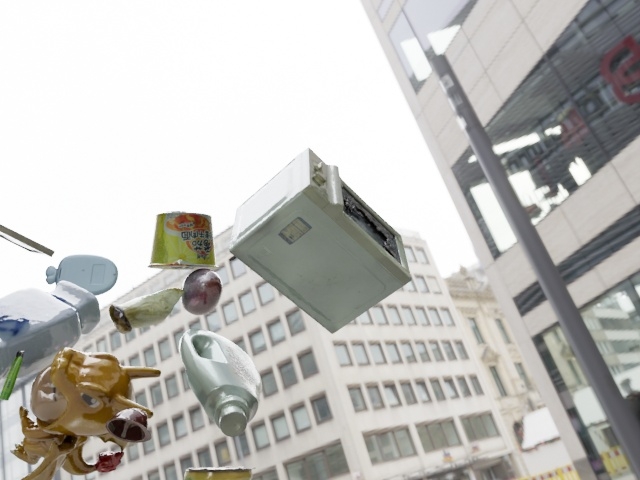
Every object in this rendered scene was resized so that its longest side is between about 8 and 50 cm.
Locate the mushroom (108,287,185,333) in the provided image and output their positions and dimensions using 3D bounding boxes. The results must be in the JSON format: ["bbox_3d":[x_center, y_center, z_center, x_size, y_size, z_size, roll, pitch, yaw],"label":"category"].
[{"bbox_3d":[-0.542,0.219,1.958,0.087,0.107,0.333,-39,-11,22],"label":"mushroom"}]

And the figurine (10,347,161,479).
[{"bbox_3d":[-0.625,0.471,1.638,0.401,0.268,0.387,5,-48,-50],"label":"figurine"}]

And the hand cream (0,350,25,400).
[{"bbox_3d":[-0.758,0.331,1.497,0.036,0.121,0.023,-15,-33,41],"label":"hand cream"}]

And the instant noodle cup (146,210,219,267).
[{"bbox_3d":[-0.503,0.005,2.245,0.265,0.200,0.264,0,-7,0],"label":"instant noodle cup"}]

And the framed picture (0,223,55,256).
[{"bbox_3d":[-0.854,-0.043,1.550,0.324,0.020,0.241,34,-18,-32],"label":"framed picture"}]

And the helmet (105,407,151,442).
[{"bbox_3d":[-0.431,0.418,1.403,0.111,0.057,0.089,-3,-57,17],"label":"helmet"}]

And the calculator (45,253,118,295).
[{"bbox_3d":[-0.995,0.145,2.530,0.303,0.188,0.042,1,-20,-3],"label":"calculator"}]

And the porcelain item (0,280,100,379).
[{"bbox_3d":[-0.832,0.261,1.741,0.405,0.243,0.178,-39,-29,-66],"label":"porcelain item"}]

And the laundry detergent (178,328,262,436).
[{"bbox_3d":[-0.258,0.376,1.586,0.264,0.398,0.124,43,-90,-17],"label":"laundry detergent"}]

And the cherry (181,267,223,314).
[{"bbox_3d":[-0.415,0.177,2.158,0.140,0.176,0.176,28,-49,-34],"label":"cherry"}]

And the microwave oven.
[{"bbox_3d":[0.000,0.000,1.459,0.286,0.218,0.355,-38,-62,22],"label":"microwave oven"}]

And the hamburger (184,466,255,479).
[{"bbox_3d":[-0.320,0.777,1.877,0.237,0.148,0.237,0,-18,0],"label":"hamburger"}]
